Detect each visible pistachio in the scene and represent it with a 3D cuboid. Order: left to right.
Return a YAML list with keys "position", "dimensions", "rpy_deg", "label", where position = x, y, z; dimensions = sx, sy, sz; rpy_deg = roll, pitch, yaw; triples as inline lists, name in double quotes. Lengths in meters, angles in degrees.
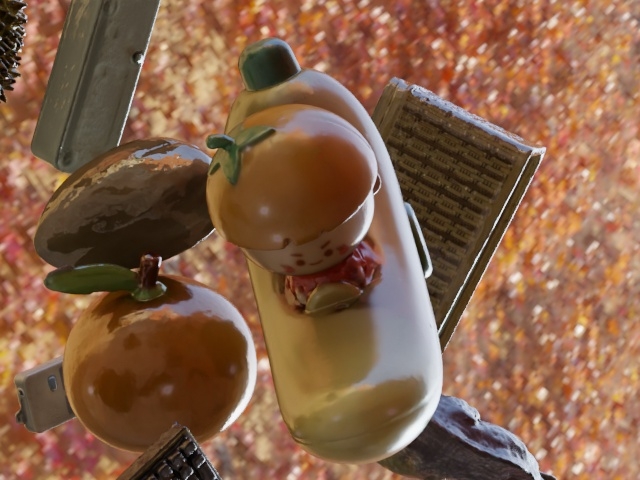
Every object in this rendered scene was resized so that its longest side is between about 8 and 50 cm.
- position: [-0.204, -0.036, 1.577]
  dimensions: [0.226, 0.136, 0.136]
  rpy_deg: [-24, -74, -3]
  label: "pistachio"

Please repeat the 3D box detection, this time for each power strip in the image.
- position: [-0.320, 0.186, 1.904]
  dimensions: [0.035, 0.192, 0.081]
  rpy_deg: [3, -73, 43]
  label: "power strip"
- position: [-0.235, -0.263, 1.640]
  dimensions: [0.062, 0.091, 0.385]
  rpy_deg: [25, -77, 36]
  label: "power strip"

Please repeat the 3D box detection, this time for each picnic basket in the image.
- position: [0.084, 0.002, 1.520]
  dimensions: [0.175, 0.228, 0.313]
  rpy_deg: [27, -81, 9]
  label: "picnic basket"

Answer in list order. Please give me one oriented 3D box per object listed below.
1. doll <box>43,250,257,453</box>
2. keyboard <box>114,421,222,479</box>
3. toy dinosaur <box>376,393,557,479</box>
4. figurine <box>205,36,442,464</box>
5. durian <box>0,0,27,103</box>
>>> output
- position: [-0.176, 0.109, 1.553]
  dimensions: [0.213, 0.213, 0.236]
  rpy_deg: [12, -54, 28]
  label: "doll"
- position: [-0.202, 0.280, 1.142]
  dimensions: [0.027, 0.317, 0.106]
  rpy_deg: [29, -24, 44]
  label: "keyboard"
- position: [0.124, 0.181, 1.244]
  dimensions: [0.294, 0.077, 0.162]
  rpy_deg: [21, -15, -2]
  label: "toy dinosaur"
- position: [0.000, 0.000, 0.932]
  dimensions: [0.124, 0.324, 0.222]
  rpy_deg: [-17, -51, 5]
  label: "figurine"
- position: [-0.485, -0.227, 1.756]
  dimensions: [0.258, 0.258, 0.293]
  rpy_deg: [19, -70, 23]
  label: "durian"
